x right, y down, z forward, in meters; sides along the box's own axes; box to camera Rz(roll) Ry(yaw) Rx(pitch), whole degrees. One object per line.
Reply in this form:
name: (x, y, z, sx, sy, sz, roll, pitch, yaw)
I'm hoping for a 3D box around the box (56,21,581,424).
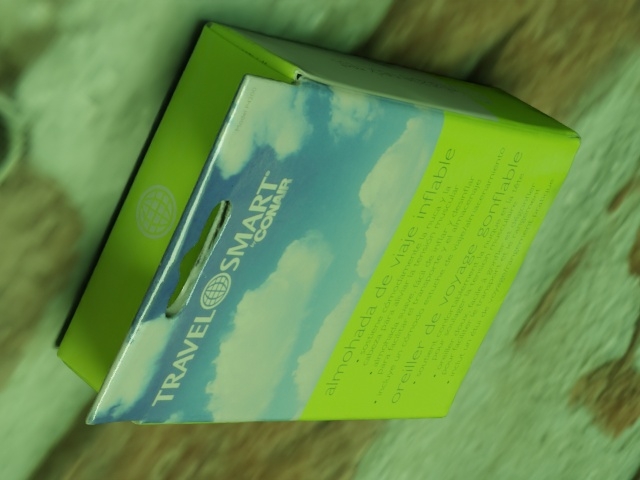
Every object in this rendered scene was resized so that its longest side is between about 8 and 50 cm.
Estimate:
box: (0.000, 0.000, 0.553, 0.178, 0.042, 0.109, 6, 113, -54)
